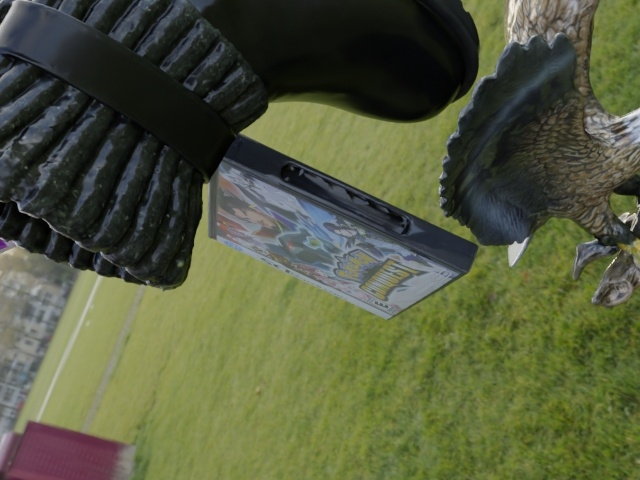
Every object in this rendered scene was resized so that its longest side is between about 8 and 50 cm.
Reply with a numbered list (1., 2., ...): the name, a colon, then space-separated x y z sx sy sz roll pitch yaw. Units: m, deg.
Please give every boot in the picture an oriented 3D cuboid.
1. boot: -0.055 -0.084 0.459 0.131 0.347 0.260 143 140 -61

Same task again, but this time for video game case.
1. video game case: 0.000 0.000 0.713 0.275 0.248 0.035 121 174 -73

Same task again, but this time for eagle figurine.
1. eagle figurine: 0.199 -0.087 0.544 0.225 0.298 0.226 -47 26 11

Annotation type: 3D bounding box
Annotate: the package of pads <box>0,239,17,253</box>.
1. package of pads: -0.287 -0.004 0.555 0.032 0.050 0.083 -12 17 46
